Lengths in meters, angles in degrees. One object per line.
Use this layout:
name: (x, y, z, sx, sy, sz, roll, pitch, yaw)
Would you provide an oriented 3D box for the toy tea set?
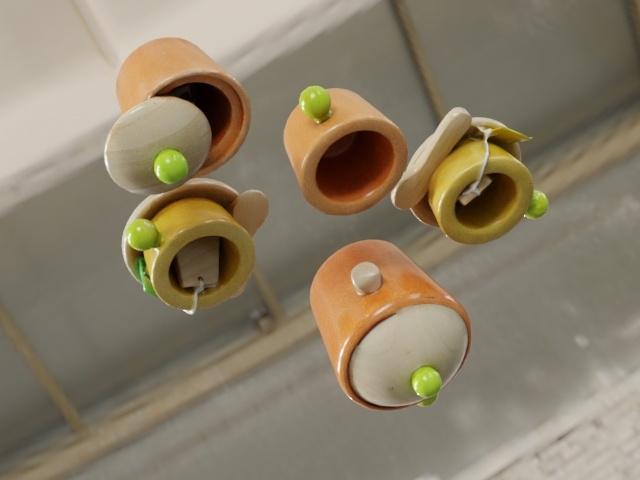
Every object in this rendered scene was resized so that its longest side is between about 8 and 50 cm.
toy tea set: (0.000, 0.000, 1.150, 0.336, 0.124, 0.200, 16, -64, -35)
